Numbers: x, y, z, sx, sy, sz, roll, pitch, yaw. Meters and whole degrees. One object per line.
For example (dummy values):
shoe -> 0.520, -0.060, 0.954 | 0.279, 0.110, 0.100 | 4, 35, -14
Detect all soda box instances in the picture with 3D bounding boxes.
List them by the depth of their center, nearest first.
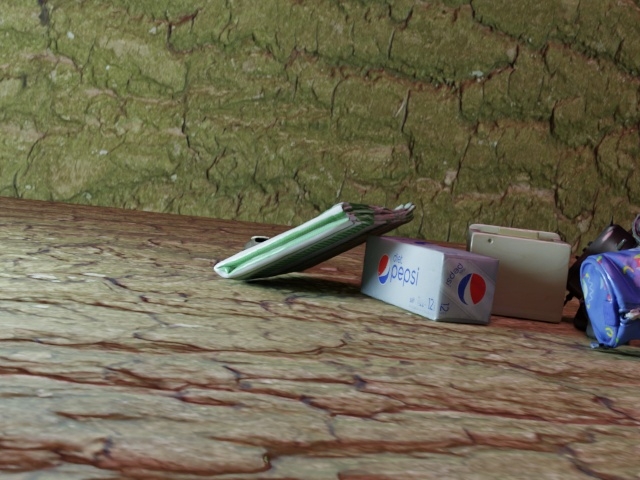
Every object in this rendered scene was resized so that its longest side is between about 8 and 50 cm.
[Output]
soda box -> 0.155, 0.053, 1.827 | 0.091, 0.098, 0.286 | 6, 3, -20

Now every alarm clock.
alarm clock -> 0.422, 0.047, 1.928 | 0.064, 0.192, 0.129 | 39, 28, 11

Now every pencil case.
pencil case -> 0.490, 0.058, 1.585 | 0.306, 0.119, 0.133 | -10, 20, -2

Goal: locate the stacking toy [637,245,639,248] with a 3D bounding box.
stacking toy -> 0.627, 0.098, 1.836 | 0.330, 0.141, 0.141 | 12, 5, 22

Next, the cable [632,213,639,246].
cable -> 0.509, 0.034, 1.749 | 0.139, 0.287, 0.072 | -23, -52, 25

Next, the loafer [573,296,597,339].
loafer -> 0.417, 0.097, 1.777 | 0.080, 0.078, 0.220 | 7, 4, 3

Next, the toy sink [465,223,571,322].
toy sink -> 0.304, 0.046, 1.961 | 0.153, 0.131, 0.234 | 8, 3, 5

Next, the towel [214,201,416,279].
towel -> 0.000, 0.000, 1.938 | 0.248, 0.038, 0.325 | -26, -7, 21

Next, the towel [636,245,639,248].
towel -> 0.726, 0.023, 2.208 | 0.324, 0.056, 0.312 | -5, 1, -36

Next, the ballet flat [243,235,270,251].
ballet flat -> -0.082, 0.015, 2.279 | 0.084, 0.058, 0.250 | 7, 3, -17
